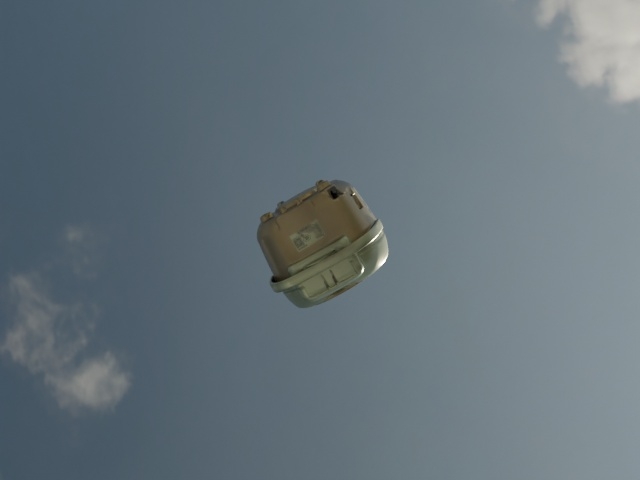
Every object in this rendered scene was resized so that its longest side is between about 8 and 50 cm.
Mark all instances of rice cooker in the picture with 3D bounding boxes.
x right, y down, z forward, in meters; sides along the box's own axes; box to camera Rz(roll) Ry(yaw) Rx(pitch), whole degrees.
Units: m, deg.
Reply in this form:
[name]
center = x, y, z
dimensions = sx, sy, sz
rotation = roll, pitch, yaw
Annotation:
[rice cooker]
center = 0.000, 0.000, 1.237
dimensions = 0.145, 0.206, 0.127
rotation = -29, -88, 8
